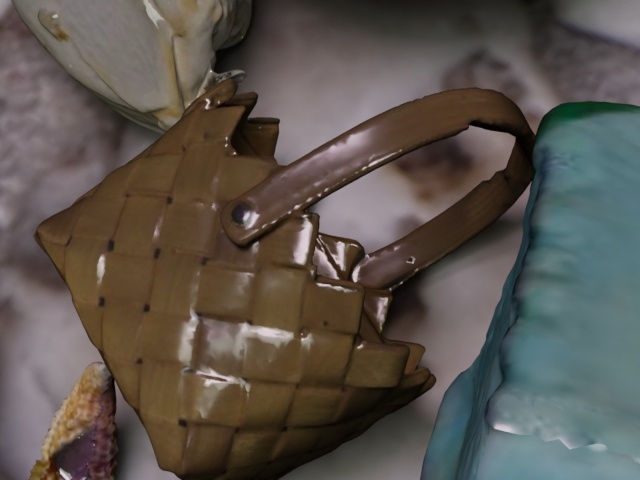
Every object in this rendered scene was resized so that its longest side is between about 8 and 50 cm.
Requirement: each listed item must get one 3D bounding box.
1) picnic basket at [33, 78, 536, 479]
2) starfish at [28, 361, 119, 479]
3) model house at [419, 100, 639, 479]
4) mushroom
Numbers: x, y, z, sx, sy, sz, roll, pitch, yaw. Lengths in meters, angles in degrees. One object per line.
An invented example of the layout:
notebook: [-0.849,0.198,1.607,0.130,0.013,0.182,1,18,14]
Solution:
picnic basket: [0.000,0.000,0.606,0.178,0.128,0.137,-34,71,9]
starfish: [-0.094,0.163,0.610,0.238,0.071,0.216,24,73,2]
model house: [0.166,0.128,0.540,0.281,0.248,0.230,15,32,7]
mushroom: [-0.111,-0.159,0.684,0.096,0.099,0.278,-30,70,-8]
